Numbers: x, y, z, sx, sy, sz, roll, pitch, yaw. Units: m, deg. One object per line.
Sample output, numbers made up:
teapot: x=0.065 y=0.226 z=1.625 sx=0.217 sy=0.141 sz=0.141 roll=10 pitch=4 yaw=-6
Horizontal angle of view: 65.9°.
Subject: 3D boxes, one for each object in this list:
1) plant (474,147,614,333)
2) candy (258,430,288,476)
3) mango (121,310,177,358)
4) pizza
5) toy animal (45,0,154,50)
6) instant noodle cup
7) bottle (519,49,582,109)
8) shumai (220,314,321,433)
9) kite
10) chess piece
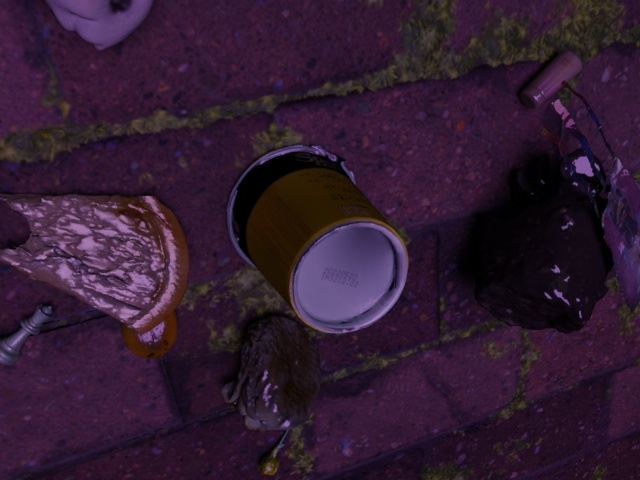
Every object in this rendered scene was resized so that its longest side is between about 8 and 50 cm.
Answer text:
plant: x=0.370 y=0.002 z=0.817 sx=0.199 sy=0.189 sz=0.275 roll=35 pitch=70 yaw=-27
candy: x=-0.074 y=0.379 z=0.912 sx=0.035 sy=0.035 sz=0.122 roll=28 pitch=90 yaw=-16
mango: x=-0.251 y=0.119 z=0.722 sx=0.079 sy=0.057 sz=0.114 roll=-9 pitch=106 yaw=-12
pizza: x=-0.295 y=0.006 z=0.650 sx=0.262 sy=0.034 sz=0.180 roll=25 pitch=86 yaw=-19
toy animal: x=-0.312 y=-0.347 z=0.449 sx=0.358 sy=0.194 sz=0.257 roll=17 pitch=81 yaw=-41
instant noodle cup: x=0.000 y=0.000 z=0.660 sx=0.216 sy=0.236 sz=0.215 roll=-9 pitch=116 yaw=-19
bottle: x=0.367 y=-0.256 z=0.791 sx=0.096 sy=0.045 sz=0.045 roll=-43 pitch=119 yaw=3
shumai: x=-0.088 y=0.220 z=0.803 sx=0.142 sy=0.184 sz=0.184 roll=-24 pitch=122 yaw=25
kite: x=0.434 y=-0.064 z=0.737 sx=0.360 sy=0.022 sz=0.204 roll=44 pitch=64 yaw=-23
chess piece: x=-0.405 y=0.124 z=0.679 sx=0.093 sy=0.042 sz=0.042 roll=-47 pitch=119 yaw=-5
